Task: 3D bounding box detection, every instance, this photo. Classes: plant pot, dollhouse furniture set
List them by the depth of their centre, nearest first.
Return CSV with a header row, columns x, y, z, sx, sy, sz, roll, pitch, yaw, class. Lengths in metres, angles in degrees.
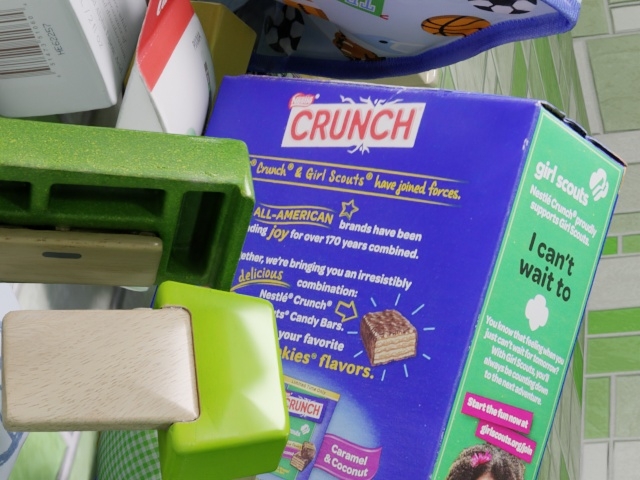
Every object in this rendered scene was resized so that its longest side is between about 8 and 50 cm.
x,y,z,sx,sy,sz,roll,pitch,yaw,class
-0.127,0.109,0.865,0.301,0.151,0.198,109,-22,-49,dollhouse furniture set
-0.104,-0.129,1.217,0.081,0.081,0.083,30,69,-70,plant pot

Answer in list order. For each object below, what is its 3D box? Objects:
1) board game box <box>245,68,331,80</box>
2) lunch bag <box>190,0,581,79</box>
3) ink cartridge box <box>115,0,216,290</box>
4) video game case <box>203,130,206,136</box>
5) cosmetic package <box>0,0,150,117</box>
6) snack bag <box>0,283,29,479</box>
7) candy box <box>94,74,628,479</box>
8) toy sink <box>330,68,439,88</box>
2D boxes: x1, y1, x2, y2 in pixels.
x,y,z,sx,sy,sz,roll,pitch,yaw,class
-0.010,-0.072,1.459,0.243,0.042,0.165,56,31,-40,board game box
0.049,-0.307,1.239,0.239,0.385,0.328,29,74,-22,lunch bag
-0.094,-0.104,1.072,0.181,0.056,0.225,-79,-171,-65,ink cartridge box
-0.091,-0.081,1.356,0.087,0.011,0.122,-70,150,-56,video game case
-0.158,-0.195,1.040,0.231,0.085,0.117,-77,157,-43,cosmetic package
-0.238,0.067,0.773,0.342,0.037,0.323,-75,154,-50,snack bag
0.019,0.063,1.059,0.122,0.268,0.317,27,77,-49,candy box
0.044,-0.233,1.643,0.234,0.131,0.153,42,45,-67,toy sink
